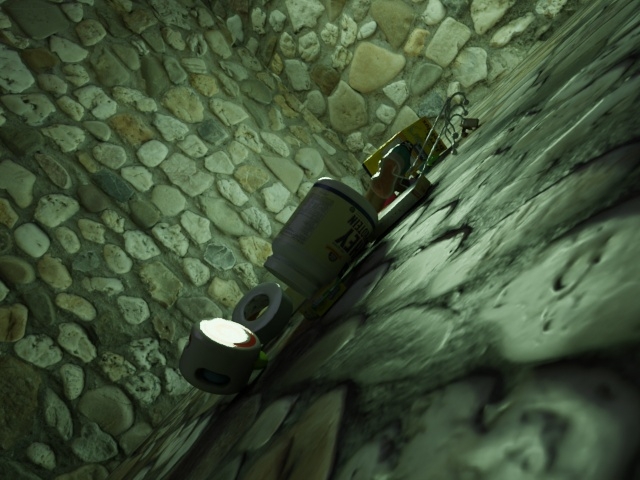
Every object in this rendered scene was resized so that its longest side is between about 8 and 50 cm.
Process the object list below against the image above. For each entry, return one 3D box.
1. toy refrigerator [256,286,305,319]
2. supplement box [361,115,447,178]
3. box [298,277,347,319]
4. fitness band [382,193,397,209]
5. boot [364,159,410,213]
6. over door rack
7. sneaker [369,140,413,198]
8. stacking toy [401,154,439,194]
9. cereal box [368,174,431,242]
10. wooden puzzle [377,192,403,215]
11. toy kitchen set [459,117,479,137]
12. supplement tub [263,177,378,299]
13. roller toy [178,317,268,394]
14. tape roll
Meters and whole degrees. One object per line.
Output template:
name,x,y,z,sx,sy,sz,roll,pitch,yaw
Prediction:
toy refrigerator,-0.130,0.235,1.815,0.269,0.094,0.102,-45,1,-36
supplement box,0.401,-0.408,2.272,0.195,0.194,0.356,-37,2,-31
box,0.006,0.153,1.217,0.105,0.043,0.179,-45,-1,-18
fitness band,0.293,-0.165,2.325,0.209,0.054,0.291,-42,3,10
boot,0.262,-0.173,1.966,0.236,0.089,0.270,-110,36,-53
over door rack,0.387,-0.307,1.559,0.324,0.108,0.239,-53,-15,7
sneaker,0.274,-0.259,1.742,0.121,0.108,0.302,-46,-7,-20
stacking toy,0.418,-0.280,2.004,0.221,0.052,0.167,-43,3,8
cereal box,0.252,-0.105,1.526,0.240,0.047,0.173,-44,1,29
wooden puzzle,0.231,-0.088,1.763,0.238,0.044,0.221,-45,1,13
toy kitchen set,0.605,-0.447,1.867,0.083,0.075,0.068,2,-80,-46
supplement tub,0.000,0.000,1.416,0.325,0.235,0.235,-55,3,-12
roller toy,-0.266,0.304,1.223,0.191,0.209,0.146,10,-75,-52
tape roll,-0.206,0.254,1.643,0.219,0.072,0.219,-24,37,20
